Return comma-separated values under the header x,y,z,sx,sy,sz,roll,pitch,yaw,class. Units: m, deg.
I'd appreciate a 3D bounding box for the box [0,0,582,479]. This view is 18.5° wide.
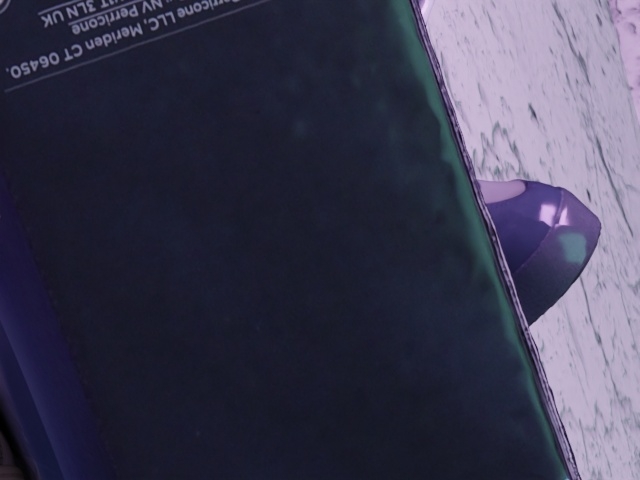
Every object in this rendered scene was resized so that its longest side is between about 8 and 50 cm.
x,y,z,sx,sy,sz,roll,pitch,yaw,class
-0.059,0.009,0.831,0.294,0.182,0.296,70,-16,-7,box

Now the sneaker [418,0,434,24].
x,y,z,sx,sy,sz,roll,pitch,yaw,class
-0.009,-0.231,1.360,0.099,0.153,0.282,14,61,-67,sneaker

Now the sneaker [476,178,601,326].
x,y,z,sx,sy,sz,roll,pitch,yaw,class
0.000,0.000,1.031,0.131,0.319,0.112,51,54,-21,sneaker

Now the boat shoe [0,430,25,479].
x,y,z,sx,sy,sz,roll,pitch,yaw,class
-0.199,0.078,0.712,0.302,0.109,0.098,18,52,-72,boat shoe
